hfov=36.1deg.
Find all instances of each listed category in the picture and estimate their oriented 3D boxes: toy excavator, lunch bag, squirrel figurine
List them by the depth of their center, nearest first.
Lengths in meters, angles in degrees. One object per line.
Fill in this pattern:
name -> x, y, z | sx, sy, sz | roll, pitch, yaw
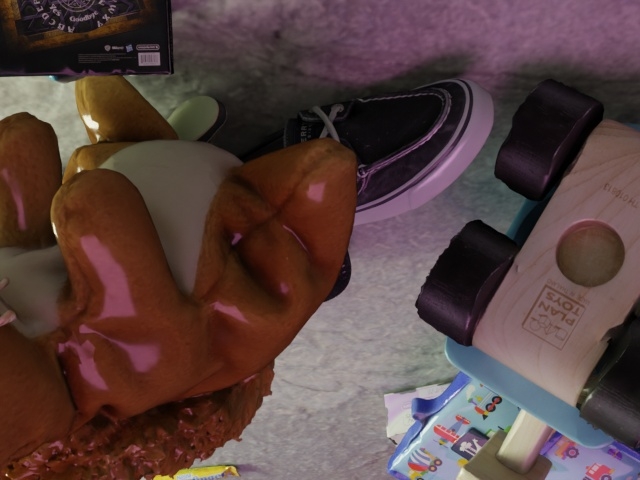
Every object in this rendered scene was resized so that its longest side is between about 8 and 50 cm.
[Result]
squirrel figurine -> -0.194, 0.102, 0.777 | 0.281, 0.370, 0.397 | 27, 136, 23
toy excavator -> 0.255, 0.110, 1.002 | 0.222, 0.433, 0.445 | 30, -178, 23
lunch bag -> 0.246, 0.261, 1.297 | 0.293, 0.138, 0.221 | 24, 123, -18

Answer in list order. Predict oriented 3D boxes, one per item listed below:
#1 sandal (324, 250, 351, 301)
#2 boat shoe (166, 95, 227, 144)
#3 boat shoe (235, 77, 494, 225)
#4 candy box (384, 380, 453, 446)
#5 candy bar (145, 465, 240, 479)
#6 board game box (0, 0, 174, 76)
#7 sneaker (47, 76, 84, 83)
sandal -> 0.000, 0.000, 1.066 | 0.067, 0.040, 0.179 | -4, 132, -8
boat shoe -> -0.126, -0.089, 0.909 | 0.043, 0.049, 0.137 | 22, 142, -36
boat shoe -> 0.010, -0.077, 0.892 | 0.301, 0.108, 0.102 | -20, 145, 36
candy box -> 0.202, 0.279, 1.458 | 0.165, 0.070, 0.196 | -14, 145, 16
candy bar -> -0.216, 0.398, 1.659 | 0.161, 0.018, 0.040 | -9, 145, 9
board game box -> -0.203, -0.182, 0.714 | 0.186, 0.026, 0.126 | -1, 102, -2
sneaker -> -0.222, -0.162, 0.764 | 0.190, 0.083, 0.071 | 1, 148, -3
